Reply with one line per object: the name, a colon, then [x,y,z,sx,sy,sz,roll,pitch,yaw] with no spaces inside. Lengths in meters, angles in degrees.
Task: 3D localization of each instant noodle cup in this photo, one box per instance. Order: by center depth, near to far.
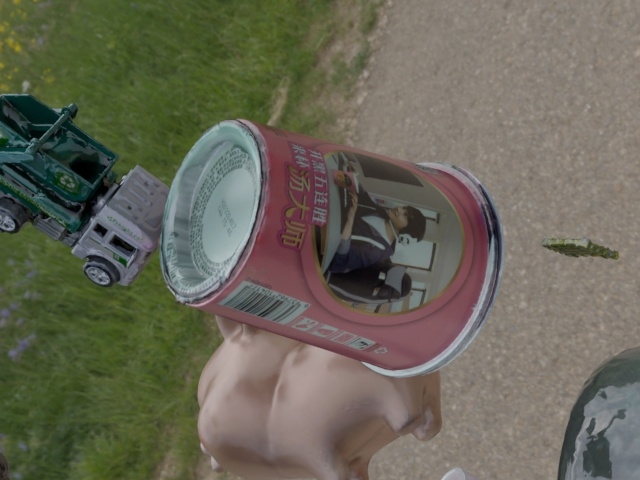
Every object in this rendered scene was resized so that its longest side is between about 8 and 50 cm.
instant noodle cup: [0.000,0.000,0.675,0.244,0.255,0.243,-24,58,46]

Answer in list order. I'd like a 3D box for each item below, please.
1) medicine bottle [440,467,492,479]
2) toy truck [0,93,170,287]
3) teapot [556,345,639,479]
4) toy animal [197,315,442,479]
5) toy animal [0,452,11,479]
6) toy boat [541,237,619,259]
medicine bottle: [0.349,0.534,1.317,0.111,0.296,0.161,-56,6,20]
toy truck: [-0.244,-0.057,0.703,0.116,0.216,0.110,-40,18,44]
teapot: [0.309,0.129,0.398,0.285,0.223,0.305,-10,56,43]
toy animal: [-0.012,0.197,0.931,0.326,0.237,0.269,-35,51,5]
toy animal: [-0.324,0.248,0.703,0.232,0.084,0.148,56,165,11]
toy boat: [0.397,0.013,1.110,0.115,0.063,0.016,-179,108,-73]
